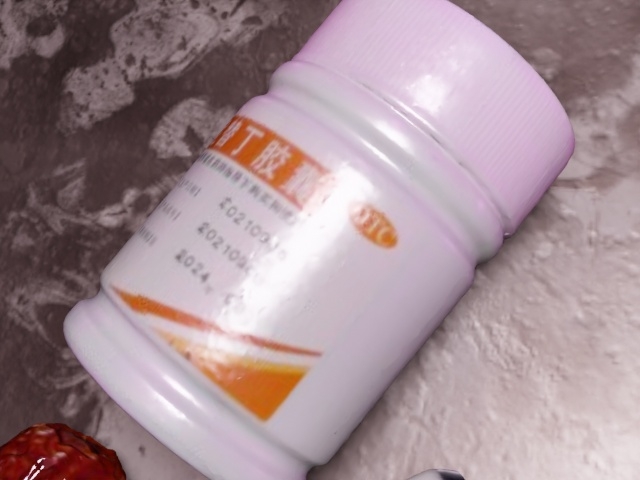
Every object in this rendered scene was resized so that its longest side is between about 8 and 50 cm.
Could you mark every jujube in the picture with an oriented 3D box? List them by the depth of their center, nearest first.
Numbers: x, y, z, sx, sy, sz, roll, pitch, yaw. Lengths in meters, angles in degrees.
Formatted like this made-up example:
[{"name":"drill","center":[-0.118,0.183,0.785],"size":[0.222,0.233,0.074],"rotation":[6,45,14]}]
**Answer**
[{"name":"jujube","center":[-0.215,0.224,0.629],"size":[0.112,0.109,0.176],"rotation":[12,73,59]}]

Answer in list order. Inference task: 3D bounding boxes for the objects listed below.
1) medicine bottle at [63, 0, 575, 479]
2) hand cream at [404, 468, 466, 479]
[{"name":"medicine bottle","center":[0.000,0.000,0.594],"size":[0.202,0.202,0.316],"rotation":[36,83,27]},{"name":"hand cream","center":[-0.039,0.276,0.534],"size":[0.358,0.118,0.185],"rotation":[-32,66,2]}]
